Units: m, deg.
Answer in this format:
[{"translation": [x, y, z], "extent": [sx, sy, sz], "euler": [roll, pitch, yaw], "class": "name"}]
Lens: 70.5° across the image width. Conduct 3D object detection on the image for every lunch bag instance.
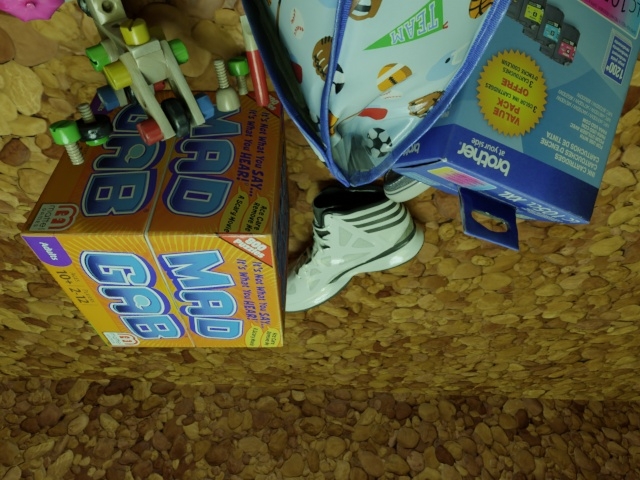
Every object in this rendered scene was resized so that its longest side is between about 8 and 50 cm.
[{"translation": [0.028, -0.297, 0.539], "extent": [0.238, 0.328, 0.386], "euler": [-13, 153, -17], "class": "lunch bag"}]

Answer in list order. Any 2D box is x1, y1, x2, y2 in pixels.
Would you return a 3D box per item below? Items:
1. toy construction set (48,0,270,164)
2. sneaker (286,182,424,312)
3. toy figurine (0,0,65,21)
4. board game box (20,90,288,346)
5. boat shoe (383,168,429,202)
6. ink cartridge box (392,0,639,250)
[{"translation": [-0.247, -0.298, 0.679], "extent": [0.308, 0.258, 0.237], "euler": [-12, 129, -7], "class": "toy construction set"}, {"translation": [0.000, -0.001, 1.101], "extent": [0.447, 0.169, 0.257], "euler": [-27, 129, 18], "class": "sneaker"}, {"translation": [-0.402, -0.358, 0.588], "extent": [0.159, 0.173, 0.130], "euler": [27, 163, 5], "class": "toy figurine"}, {"translation": [-0.248, -0.034, 0.877], "extent": [0.355, 0.357, 0.357], "euler": [0, 141, -1], "class": "board game box"}, {"translation": [0.200, -0.224, 0.844], "extent": [0.158, 0.127, 0.340], "euler": [29, 125, -23], "class": "boat shoe"}, {"translation": [0.278, -0.191, 0.656], "extent": [0.269, 0.396, 0.151], "euler": [16, -179, -20], "class": "ink cartridge box"}]
